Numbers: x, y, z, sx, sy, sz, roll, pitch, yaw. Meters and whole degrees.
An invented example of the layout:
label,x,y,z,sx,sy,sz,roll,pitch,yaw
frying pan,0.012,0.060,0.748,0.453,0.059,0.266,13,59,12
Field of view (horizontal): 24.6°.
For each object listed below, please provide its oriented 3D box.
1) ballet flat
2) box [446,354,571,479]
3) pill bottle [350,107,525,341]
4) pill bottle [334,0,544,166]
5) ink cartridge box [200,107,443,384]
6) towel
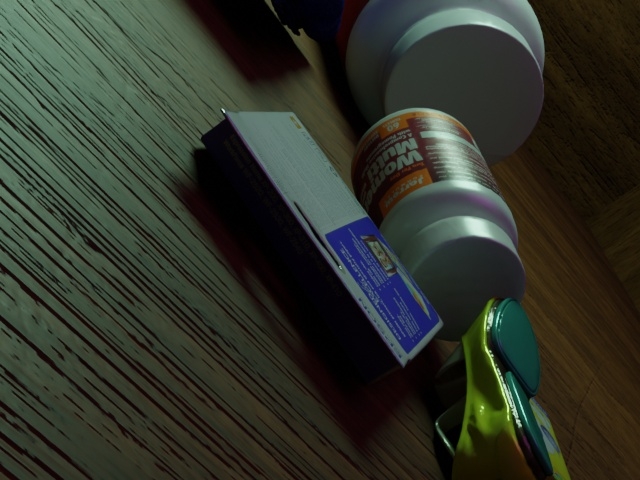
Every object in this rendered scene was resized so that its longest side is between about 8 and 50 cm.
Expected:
label,x,y,z,sx,sy,sz,roll,pitch,yaw
ballet flat,0.121,0.114,1.082,0.077,0.077,0.231,58,16,-20
box,0.155,0.160,1.179,0.105,0.043,0.179,49,15,-19
pill bottle,0.100,-0.016,1.260,0.121,0.121,0.221,47,14,-29
pill bottle,0.134,-0.242,1.734,0.229,0.229,0.407,48,13,-25
ink cartridge box,0.000,0.000,1.024,0.206,0.045,0.208,55,11,3
towel,-0.041,-0.316,1.461,0.308,0.076,0.227,-86,157,-89
